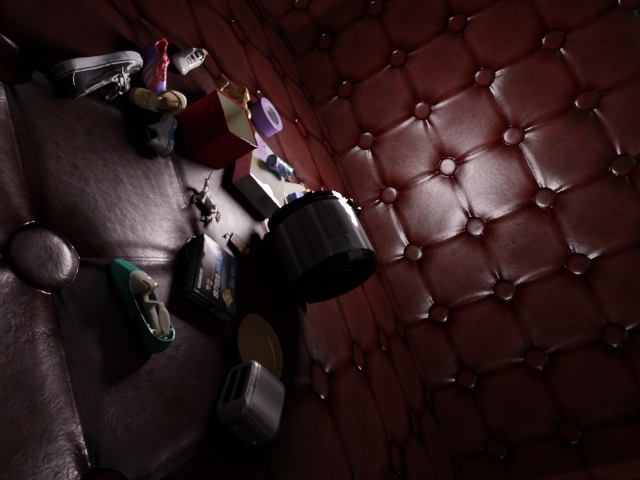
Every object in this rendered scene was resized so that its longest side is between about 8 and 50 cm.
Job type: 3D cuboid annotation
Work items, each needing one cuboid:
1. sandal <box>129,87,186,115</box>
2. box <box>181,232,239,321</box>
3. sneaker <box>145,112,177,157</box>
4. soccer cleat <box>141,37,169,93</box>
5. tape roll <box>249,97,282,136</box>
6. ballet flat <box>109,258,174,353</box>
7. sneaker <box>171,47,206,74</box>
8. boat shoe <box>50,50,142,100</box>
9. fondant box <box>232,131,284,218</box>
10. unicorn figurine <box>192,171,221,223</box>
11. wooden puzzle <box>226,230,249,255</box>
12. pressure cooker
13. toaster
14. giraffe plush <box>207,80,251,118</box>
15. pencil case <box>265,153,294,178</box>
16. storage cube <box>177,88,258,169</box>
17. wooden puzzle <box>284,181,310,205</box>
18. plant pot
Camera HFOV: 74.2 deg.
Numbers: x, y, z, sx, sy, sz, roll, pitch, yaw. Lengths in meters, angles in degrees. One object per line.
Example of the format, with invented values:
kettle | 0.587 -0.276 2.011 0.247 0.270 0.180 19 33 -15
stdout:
sandal | -0.508 -0.456 1.403 0.240 0.079 0.088 -20 123 -62
box | -0.328 0.112 1.294 0.175 0.051 0.220 47 27 -40
sneaker | -0.514 -0.355 1.353 0.083 0.071 0.191 32 35 -41
soccer cleat | -0.563 -0.596 1.464 0.083 0.095 0.248 31 38 -57
tape roll | -0.289 -0.653 2.249 0.189 0.080 0.189 50 25 -34
ballet flat | -0.409 0.144 1.001 0.247 0.087 0.083 65 20 2
sneaker | -0.534 -0.738 1.720 0.085 0.086 0.237 56 23 -28
boat shoe | -0.599 -0.460 1.194 0.105 0.113 0.306 65 21 -19
fondant box | -0.263 -0.290 1.868 0.238 0.096 0.330 49 24 -38
unicorn figurine | -0.387 -0.141 1.449 0.111 0.060 0.162 -74 151 -62
wooden puzzle | -0.302 0.010 1.541 0.116 0.014 0.079 58 17 -19
pressure cooker | 0.002 -0.004 1.733 0.369 0.375 0.421 15 44 -54
toaster | -0.187 0.436 1.164 0.146 0.129 0.227 53 24 -24
giraffe plush | -0.379 -0.566 1.854 0.210 0.181 0.170 36 -7 30
pencil case | -0.181 -0.327 1.882 0.070 0.064 0.151 56 14 26
storage cube | -0.377 -0.402 1.566 0.215 0.193 0.184 16 52 -66
wooden puzzle | -0.084 -0.154 2.181 0.348 0.080 0.322 67 20 5
plant pot | -0.201 0.355 1.364 0.236 0.032 0.236 52 24 -34
